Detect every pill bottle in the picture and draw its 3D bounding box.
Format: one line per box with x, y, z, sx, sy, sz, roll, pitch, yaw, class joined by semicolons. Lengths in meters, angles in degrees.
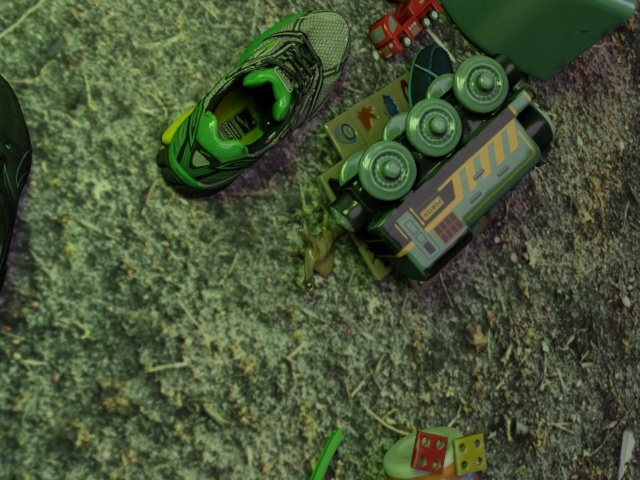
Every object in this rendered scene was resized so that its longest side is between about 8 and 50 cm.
0.177;0.380;0.917;0.121;0.121;0.216;-24;95;-34;pill bottle

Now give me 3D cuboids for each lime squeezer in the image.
-0.072;0.340;0.800;0.310;0.059;0.110;-17;91;-34;lime squeezer

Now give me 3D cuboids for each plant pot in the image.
0.350;-0.462;1.127;0.252;0.247;0.248;15;73;-12;plant pot

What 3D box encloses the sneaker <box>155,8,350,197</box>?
-0.054;-0.189;0.857;0.134;0.146;0.343;46;59;-18;sneaker

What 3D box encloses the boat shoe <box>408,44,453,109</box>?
0.202;-0.189;1.034;0.109;0.089;0.258;5;75;-38;boat shoe

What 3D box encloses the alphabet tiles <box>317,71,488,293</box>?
0.142;-0.096;1.027;0.342;0.011;0.285;-38;102;-39;alphabet tiles

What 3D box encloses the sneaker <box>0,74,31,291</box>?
-0.340;-0.055;0.668;0.101;0.106;0.267;5;77;-31;sneaker

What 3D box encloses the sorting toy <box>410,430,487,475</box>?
0.155;0.369;0.813;0.132;0.046;0.275;21;74;-23;sorting toy

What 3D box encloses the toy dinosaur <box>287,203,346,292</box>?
0.000;0.000;0.925;0.093;0.053;0.183;61;41;-22;toy dinosaur

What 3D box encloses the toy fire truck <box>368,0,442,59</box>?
0.128;-0.395;1.074;0.135;0.047;0.192;51;60;-15;toy fire truck

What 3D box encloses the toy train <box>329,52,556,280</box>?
0.170;-0.101;0.901;0.334;0.142;0.190;-43;99;-11;toy train
